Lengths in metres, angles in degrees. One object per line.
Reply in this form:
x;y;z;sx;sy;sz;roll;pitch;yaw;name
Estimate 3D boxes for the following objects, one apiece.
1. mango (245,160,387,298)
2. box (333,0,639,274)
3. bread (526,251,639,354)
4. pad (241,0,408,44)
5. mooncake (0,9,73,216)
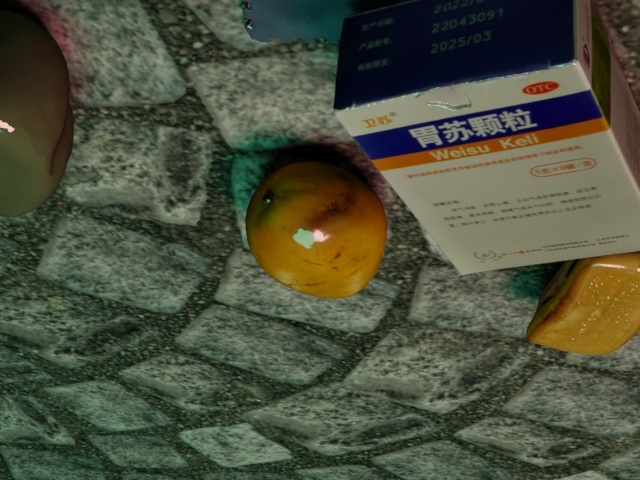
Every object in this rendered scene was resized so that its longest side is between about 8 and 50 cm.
0.000;0.000;1.206;0.145;0.112;0.219;-2;151;11;mango
0.165;-0.088;1.008;0.200;0.106;0.299;-9;149;25;box
0.303;0.055;1.254;0.116;0.077;0.200;14;147;-6;bread
0.059;-0.237;0.902;0.269;0.012;0.269;6;148;5;pad
-0.351;-0.127;1.070;0.275;0.135;0.275;8;152;5;mooncake
